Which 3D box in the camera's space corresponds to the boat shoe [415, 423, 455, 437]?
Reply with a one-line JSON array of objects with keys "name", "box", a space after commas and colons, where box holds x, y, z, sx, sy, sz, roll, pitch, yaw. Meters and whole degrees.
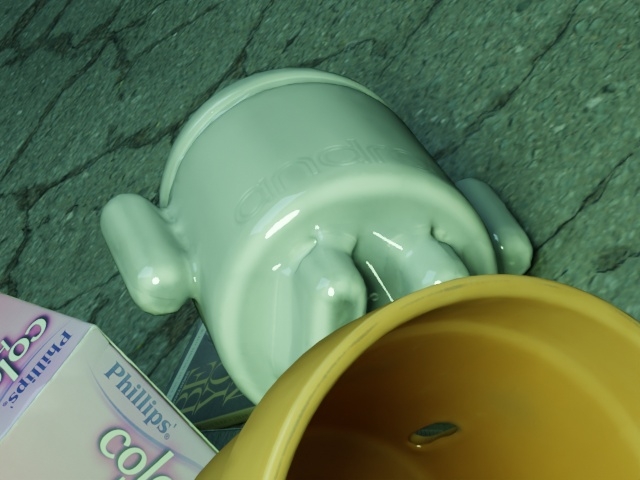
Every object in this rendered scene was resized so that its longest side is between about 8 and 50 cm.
[{"name": "boat shoe", "box": [0.007, 0.203, 1.149, 0.355, 0.132, 0.130, -51, 25, -15]}]

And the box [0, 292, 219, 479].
[{"name": "box", "box": [-0.179, 0.141, 1.252, 0.243, 0.213, 0.117, 12, 59, 50]}]

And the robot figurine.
[{"name": "robot figurine", "box": [0.000, 0.000, 1.374, 0.353, 0.300, 0.200, -124, 37, -60]}]

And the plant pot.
[{"name": "plant pot", "box": [0.048, 0.178, 0.959, 0.203, 0.291, 0.291, -22, 32, 58]}]

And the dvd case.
[{"name": "dvd case", "box": [-0.040, 0.079, 1.555, 0.221, 0.018, 0.164, -20, 34, 43]}]

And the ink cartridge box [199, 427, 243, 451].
[{"name": "ink cartridge box", "box": [-0.171, 0.270, 1.347, 0.307, 0.072, 0.303, -8, 46, 38]}]
